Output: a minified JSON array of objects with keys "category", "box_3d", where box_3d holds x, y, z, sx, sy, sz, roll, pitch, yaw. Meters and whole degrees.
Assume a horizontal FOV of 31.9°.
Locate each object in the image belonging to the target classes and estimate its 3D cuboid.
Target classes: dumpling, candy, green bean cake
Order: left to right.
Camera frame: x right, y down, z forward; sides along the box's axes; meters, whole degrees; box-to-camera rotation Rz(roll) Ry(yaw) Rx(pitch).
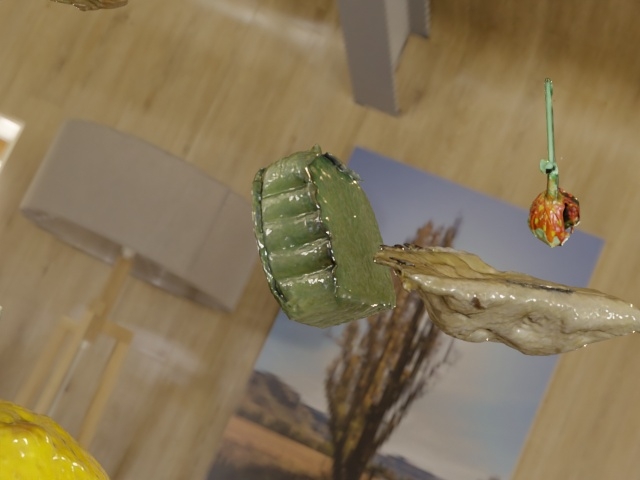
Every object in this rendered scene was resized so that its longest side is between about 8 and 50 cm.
[{"category":"green bean cake","box_3d":[0.000,0.000,1.492,0.125,0.223,0.227,-16,-16,17]},{"category":"dumpling","box_3d":[0.167,0.062,1.119,0.332,0.086,0.166,15,3,-32]},{"category":"candy","box_3d":[0.206,-0.068,1.003,0.049,0.056,0.185,-2,-47,13]}]

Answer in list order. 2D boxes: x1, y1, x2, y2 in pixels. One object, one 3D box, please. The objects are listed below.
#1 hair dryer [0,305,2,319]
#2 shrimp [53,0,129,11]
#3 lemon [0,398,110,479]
[{"category":"hair dryer","box_3d":[-0.438,0.156,1.157,0.128,0.203,0.362,12,-2,-3]},{"category":"shrimp","box_3d":[-0.285,-0.271,1.160,0.180,0.041,0.099,13,3,4]},{"category":"lemon","box_3d":[-0.292,0.293,0.814,0.349,0.387,0.350,-8,-36,-6]}]
